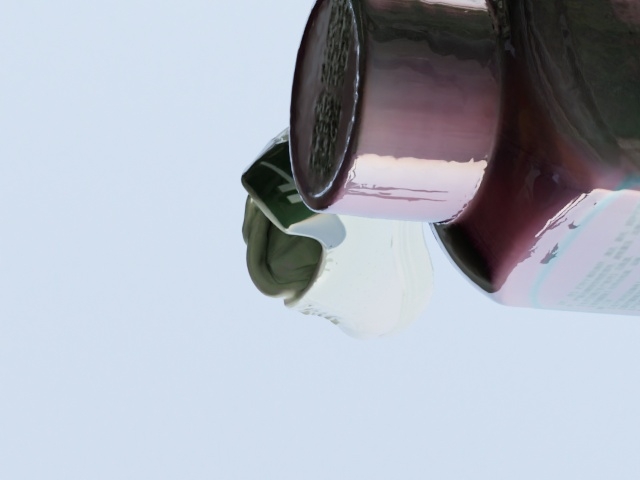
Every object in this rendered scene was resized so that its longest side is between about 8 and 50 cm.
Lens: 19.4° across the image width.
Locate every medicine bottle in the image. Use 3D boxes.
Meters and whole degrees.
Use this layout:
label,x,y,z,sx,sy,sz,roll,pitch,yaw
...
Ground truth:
label,x,y,z,sx,sy,sz,roll,pitch,yaw
medicine bottle,0.090,-0.042,0.637,0.188,0.094,0.119,5,-122,-18

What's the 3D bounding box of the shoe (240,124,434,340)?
label,x,y,z,sx,sy,sz,roll,pitch,yaw
shoe,0.000,0.000,1.077,0.110,0.265,0.095,-34,-113,-18
